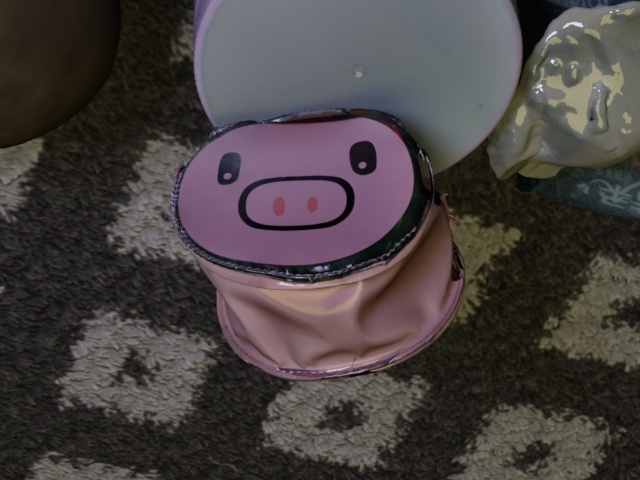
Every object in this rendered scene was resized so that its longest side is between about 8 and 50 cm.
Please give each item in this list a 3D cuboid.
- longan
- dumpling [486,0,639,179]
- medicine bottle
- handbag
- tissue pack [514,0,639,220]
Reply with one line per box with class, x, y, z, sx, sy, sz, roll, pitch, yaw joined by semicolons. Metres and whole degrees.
longan;-0.325;-0.204;1.158;0.350;0.288;0.288;18;128;-14
dumpling;0.205;-0.118;1.200;0.151;0.124;0.229;-15;148;-24
medicine bottle;0.024;-0.205;1.197;0.252;0.241;0.252;-1;133;-2
handbag;0.000;-0.001;1.103;0.205;0.179;0.116;-5;140;9
tissue pack;0.285;-0.156;1.296;0.228;0.103;0.316;18;136;24
